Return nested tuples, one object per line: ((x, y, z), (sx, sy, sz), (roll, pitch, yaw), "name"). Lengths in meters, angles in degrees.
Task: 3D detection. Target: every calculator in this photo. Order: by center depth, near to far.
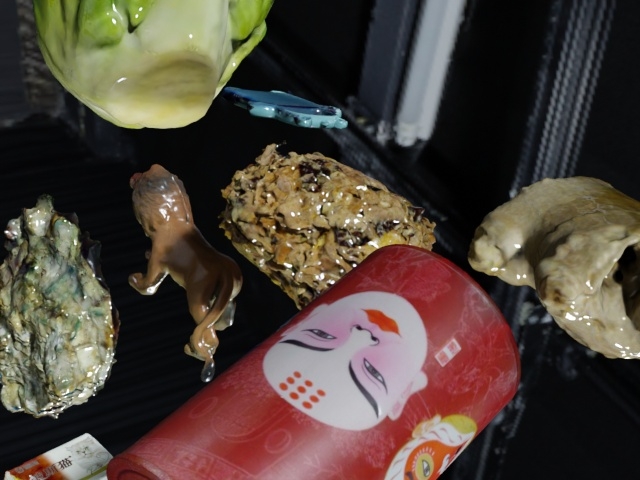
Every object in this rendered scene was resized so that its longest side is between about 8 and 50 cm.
((-0.030, -0.118, 0.829), (0.141, 0.094, 0.019), (30, -64, 54), "calculator")

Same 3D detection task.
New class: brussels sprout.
((-0.158, -0.248, 0.894), (0.259, 0.227, 0.295), (122, -35, -57), "brussels sprout")

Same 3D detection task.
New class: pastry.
((0.000, 0.000, 1.120), (0.275, 0.274, 0.193), (36, -76, 49), "pastry")

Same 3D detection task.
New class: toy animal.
((-0.183, 0.023, 1.252), (0.312, 0.097, 0.158), (46, -50, 34), "toy animal")

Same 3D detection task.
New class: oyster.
((-0.306, 0.087, 1.037), (0.198, 0.092, 0.260), (46, -47, 28), "oyster")

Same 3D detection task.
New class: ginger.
((0.253, 0.020, 0.907), (0.221, 0.275, 0.130), (11, -71, 17), "ginger")

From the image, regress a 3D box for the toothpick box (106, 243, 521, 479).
((0.003, 0.171, 0.829), (0.204, 0.333, 0.204), (30, -40, 30), "toothpick box")

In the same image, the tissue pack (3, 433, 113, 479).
((-0.390, 0.373, 1.382), (0.099, 0.148, 0.106), (35, -60, 26), "tissue pack")
